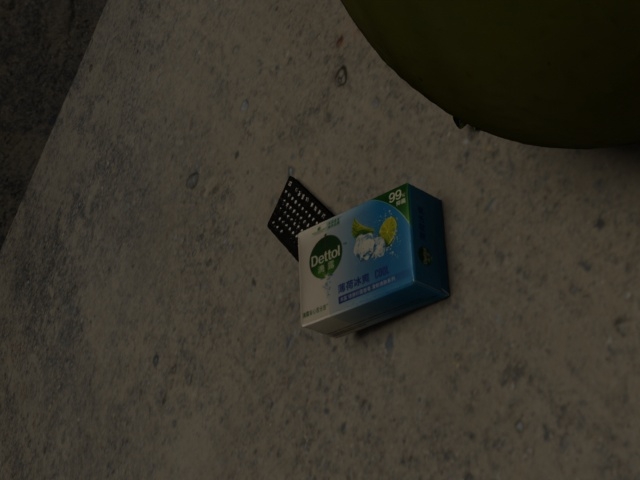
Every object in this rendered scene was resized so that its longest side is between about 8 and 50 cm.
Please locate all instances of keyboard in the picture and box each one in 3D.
[{"bbox_3d":[0.000,0.000,1.441,0.100,0.018,0.310,-64,33,14],"label":"keyboard"}]

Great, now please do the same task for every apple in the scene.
[{"bbox_3d":[0.218,-0.308,0.908,0.474,0.474,0.473,-30,51,46],"label":"apple"}]

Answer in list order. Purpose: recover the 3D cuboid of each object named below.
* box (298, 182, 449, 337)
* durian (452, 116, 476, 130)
[{"bbox_3d":[0.064,0.029,1.258,0.194,0.073,0.139,-25,56,38],"label":"box"},{"bbox_3d":[0.201,-0.322,1.198,0.132,0.107,0.375,-146,53,-66],"label":"durian"}]
